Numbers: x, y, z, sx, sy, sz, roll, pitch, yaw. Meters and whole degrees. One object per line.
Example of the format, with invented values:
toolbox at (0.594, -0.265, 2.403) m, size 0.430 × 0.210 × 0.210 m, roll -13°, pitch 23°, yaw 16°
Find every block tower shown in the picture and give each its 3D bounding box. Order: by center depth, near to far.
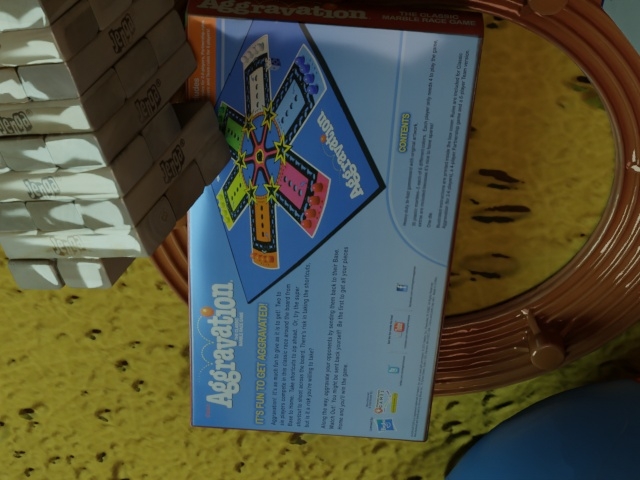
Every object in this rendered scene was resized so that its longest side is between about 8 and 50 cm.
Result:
block tower at (-0.142, -0.141, 0.610) m, size 0.091 × 0.097 × 0.335 m, roll -1°, pitch 125°, yaw 29°

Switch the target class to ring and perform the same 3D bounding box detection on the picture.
ring at (0.054, -0.029, 0.762) m, size 0.336 × 0.032 × 0.337 m, roll 1°, pitch 128°, yaw 1°

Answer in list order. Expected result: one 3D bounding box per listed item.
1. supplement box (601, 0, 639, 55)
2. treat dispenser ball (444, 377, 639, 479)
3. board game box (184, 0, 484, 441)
supplement box at (0.254, -0.123, 0.614) m, size 0.220 × 0.114 × 0.111 m, roll 8°, pitch 115°, yaw -5°
treat dispenser ball at (0.189, 0.223, 0.789) m, size 0.288 × 0.288 × 0.288 m, roll 2°, pitch 128°, yaw 2°
board game box at (0.000, 0.000, 0.751) m, size 0.145 × 0.027 × 0.281 m, roll 3°, pitch 128°, yaw -1°
